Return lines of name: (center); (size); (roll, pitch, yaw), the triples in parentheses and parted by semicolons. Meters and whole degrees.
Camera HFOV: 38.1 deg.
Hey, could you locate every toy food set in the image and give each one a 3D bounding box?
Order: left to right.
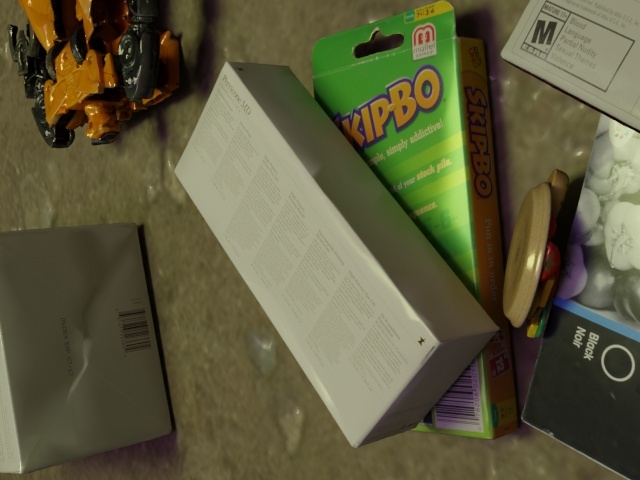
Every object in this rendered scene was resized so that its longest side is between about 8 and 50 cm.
toy food set: (0.116, 0.008, 0.502); (0.020, 0.083, 0.082); (11, 128, 3)

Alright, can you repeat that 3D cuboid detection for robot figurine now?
robot figurine: (-0.194, -0.222, 0.788); (0.211, 0.085, 0.291); (-17, 81, 46)

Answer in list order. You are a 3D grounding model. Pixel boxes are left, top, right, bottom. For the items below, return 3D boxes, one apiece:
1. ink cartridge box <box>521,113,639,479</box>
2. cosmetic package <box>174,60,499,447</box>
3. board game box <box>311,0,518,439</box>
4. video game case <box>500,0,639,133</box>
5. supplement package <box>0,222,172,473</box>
ink cartridge box: (0.209, 0.036, 0.428); (0.208, 0.045, 0.206); (24, 109, 41)
cosmetic package: (0.000, 0.000, 0.580); (0.239, 0.060, 0.099); (55, 132, 29)
board game box: (0.055, -0.010, 0.588); (0.124, 0.039, 0.259); (-5, 93, 46)
video game case: (0.213, -0.119, 0.372); (0.232, 0.042, 0.210); (40, 108, 40)
supplement package: (-0.264, 0.100, 0.843); (0.203, 0.149, 0.194); (-14, 84, 46)
